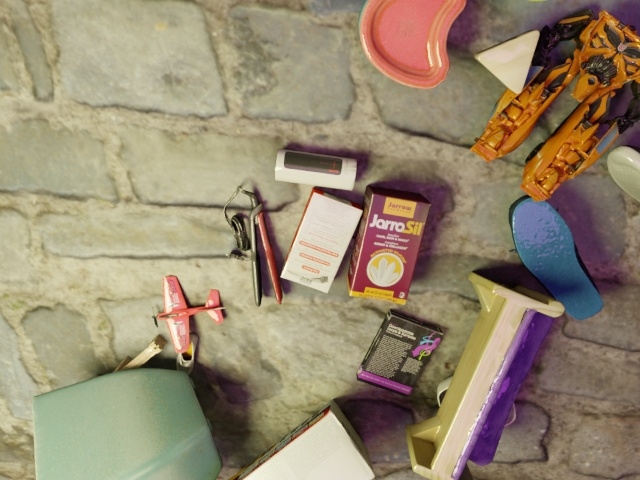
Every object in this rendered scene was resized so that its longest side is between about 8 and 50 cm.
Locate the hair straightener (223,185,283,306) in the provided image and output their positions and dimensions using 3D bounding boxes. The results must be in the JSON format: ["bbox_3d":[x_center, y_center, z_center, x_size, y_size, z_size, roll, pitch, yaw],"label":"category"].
[{"bbox_3d":[-0.132,0.015,0.781,0.089,0.047,0.230,-10,108,2],"label":"hair straightener"}]

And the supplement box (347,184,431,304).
[{"bbox_3d":[0.116,0.007,0.764,0.104,0.081,0.188,9,108,-3],"label":"supplement box"}]

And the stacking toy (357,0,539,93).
[{"bbox_3d":[0.207,-0.379,0.624,0.280,0.130,0.309,16,118,-5],"label":"stacking toy"}]

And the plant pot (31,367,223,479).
[{"bbox_3d":[-0.325,0.380,0.779,0.252,0.248,0.247,-22,131,-23],"label":"plant pot"}]

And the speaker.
[{"bbox_3d":[-0.007,-0.120,0.735,0.136,0.055,0.055,8,108,-3],"label":"speaker"}]

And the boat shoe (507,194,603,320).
[{"bbox_3d":[0.403,0.031,0.775,0.109,0.089,0.258,-26,106,17],"label":"boat shoe"}]

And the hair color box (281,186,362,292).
[{"bbox_3d":[0.000,0.000,0.775,0.093,0.053,0.167,20,106,-8],"label":"hair color box"}]

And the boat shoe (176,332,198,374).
[{"bbox_3d":[-0.267,0.234,0.858,0.035,0.035,0.100,18,107,-7],"label":"boat shoe"}]

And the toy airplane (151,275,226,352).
[{"bbox_3d":[-0.251,0.134,0.828,0.151,0.028,0.151,0,94,4],"label":"toy airplane"}]

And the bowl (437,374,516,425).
[{"bbox_3d":[0.314,0.324,0.885,0.142,0.053,0.142,-21,107,7],"label":"bowl"}]

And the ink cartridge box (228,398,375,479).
[{"bbox_3d":[-0.065,0.454,0.819,0.309,0.272,0.130,-35,76,-7],"label":"ink cartridge box"}]

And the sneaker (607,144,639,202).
[{"bbox_3d":[0.620,-0.115,0.723,0.296,0.104,0.147,29,104,-16],"label":"sneaker"}]

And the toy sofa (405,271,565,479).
[{"bbox_3d":[0.300,0.252,0.764,0.177,0.150,0.362,22,95,3],"label":"toy sofa"}]

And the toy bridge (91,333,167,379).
[{"bbox_3d":[-0.390,0.255,0.849,0.188,0.063,0.026,-33,106,9],"label":"toy bridge"}]

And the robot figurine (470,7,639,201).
[{"bbox_3d":[0.389,-0.215,0.670,0.211,0.085,0.291,39,97,3],"label":"robot figurine"}]

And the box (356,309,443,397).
[{"bbox_3d":[0.156,0.228,0.865,0.116,0.029,0.162,22,108,-8],"label":"box"}]
